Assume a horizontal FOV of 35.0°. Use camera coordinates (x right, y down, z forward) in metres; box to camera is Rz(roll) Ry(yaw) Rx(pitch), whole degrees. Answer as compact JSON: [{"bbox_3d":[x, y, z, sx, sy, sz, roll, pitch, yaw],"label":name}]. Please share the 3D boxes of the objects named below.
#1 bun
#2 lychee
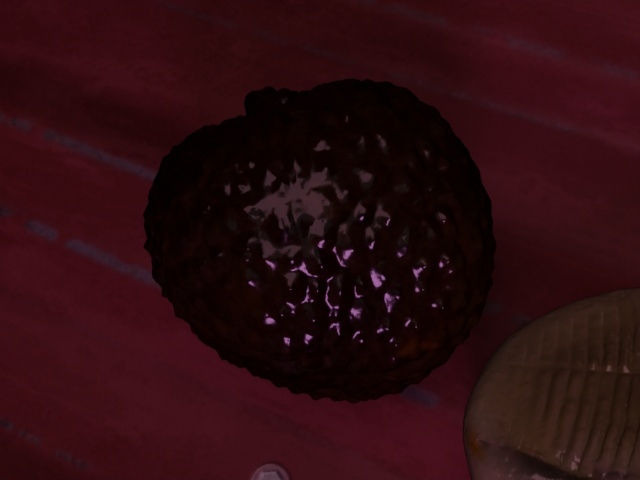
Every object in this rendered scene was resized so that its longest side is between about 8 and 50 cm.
[{"bbox_3d":[0.215,0.145,0.717,0.229,0.145,0.229,-18,32,11],"label":"bun"},{"bbox_3d":[0.000,0.000,0.769,0.261,0.260,0.260,-5,68,14],"label":"lychee"}]
